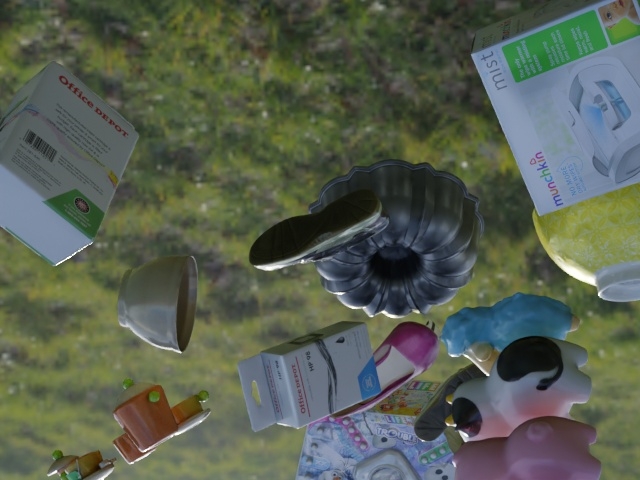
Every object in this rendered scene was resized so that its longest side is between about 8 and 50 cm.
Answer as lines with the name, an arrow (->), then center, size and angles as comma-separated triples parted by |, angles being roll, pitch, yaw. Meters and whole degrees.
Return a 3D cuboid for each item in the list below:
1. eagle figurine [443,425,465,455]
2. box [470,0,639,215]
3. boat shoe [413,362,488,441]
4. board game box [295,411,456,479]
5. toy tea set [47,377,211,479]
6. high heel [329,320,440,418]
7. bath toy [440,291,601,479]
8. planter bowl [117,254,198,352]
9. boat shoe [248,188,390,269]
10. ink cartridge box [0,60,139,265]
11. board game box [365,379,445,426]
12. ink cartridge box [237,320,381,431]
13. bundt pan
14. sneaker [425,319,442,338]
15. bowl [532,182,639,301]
eagle figurine -> 0.319, 0.473, 1.971 | 0.226, 0.299, 0.225 | 8, -168, -28
box -> 0.364, -0.204, 1.555 | 0.231, 0.262, 0.127 | -19, -159, 19
boat shoe -> 0.193, 0.225, 1.611 | 0.153, 0.056, 0.048 | -50, -173, 13
board game box -> 0.143, 0.522, 2.409 | 0.389, 0.390, 0.050 | 13, -161, 2
toy tea set -> -0.366, 0.340, 1.981 | 0.336, 0.124, 0.200 | -33, 172, 13
high heel -> 0.092, 0.202, 1.690 | 0.117, 0.082, 0.244 | -42, -177, -32
bath toy -> 0.177, 0.197, 1.032 | 0.128, 0.151, 0.348 | 13, -144, -5
planter bowl -> -0.272, 0.101, 1.849 | 0.109, 0.162, 0.162 | 4, 177, 6
boat shoe -> 0.000, -0.001, 1.661 | 0.223, 0.080, 0.073 | -25, 136, 20
ink cartridge box -> -0.445, -0.132, 1.866 | 0.117, 0.278, 0.201 | -29, 122, 33
board game box -> 0.173, 0.299, 2.059 | 0.154, 0.026, 0.103 | -3, -151, 42
ink cartridge box -> -0.013, 0.184, 1.500 | 0.180, 0.104, 0.060 | -19, -170, -33
bundt pan -> 0.134, 0.017, 2.001 | 0.330, 0.124, 0.331 | 1, 133, 1
sneaker -> 0.181, 0.190, 2.123 | 0.109, 0.044, 0.040 | -30, 169, -23
bowl -> 0.500, 0.009, 1.822 | 0.289, 0.156, 0.289 | -3, 160, -1
